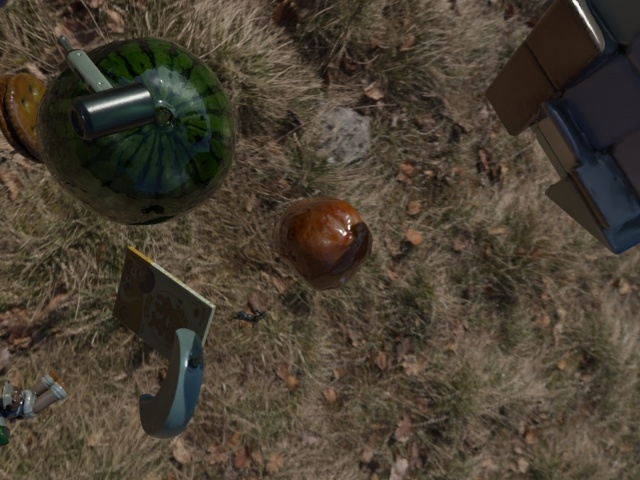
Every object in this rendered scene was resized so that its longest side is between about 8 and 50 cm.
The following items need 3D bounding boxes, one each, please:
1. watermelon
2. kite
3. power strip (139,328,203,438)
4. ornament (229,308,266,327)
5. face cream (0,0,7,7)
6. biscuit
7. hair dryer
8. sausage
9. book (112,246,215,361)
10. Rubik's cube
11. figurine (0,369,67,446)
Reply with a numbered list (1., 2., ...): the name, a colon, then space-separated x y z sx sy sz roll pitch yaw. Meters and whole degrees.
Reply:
1. watermelon: -0.287 -0.169 1.007 0.330 0.189 0.331 -3 100 -15
2. kite: 0.058 -0.517 1.578 0.014 0.183 0.241 29 116 -10
3. power strip: -0.291 0.294 1.226 0.054 0.168 0.253 16 121 -32
4. ornament: -0.186 0.200 1.619 0.073 0.125 0.028 19 64 -19
5. face cream: -0.688 -0.547 1.172 0.205 0.206 0.111 28 125 -20
6. biscuit: -0.672 -0.281 1.435 0.066 0.220 0.221 -15 105 8
7. hair dryer: -0.312 -0.214 0.824 0.100 0.198 0.057 -24 150 -34
8. sausage: -0.001 0.001 1.073 0.141 0.268 0.153 -45 102 -5
9. book: -0.389 0.172 1.501 0.020 0.295 0.208 -18 133 -56
10. Rubik's cube: 0.448 -0.201 0.838 0.387 0.368 0.358 -17 77 -42
11. figurine: -0.477 0.251 0.899 0.197 0.147 0.094 -37 132 -29
